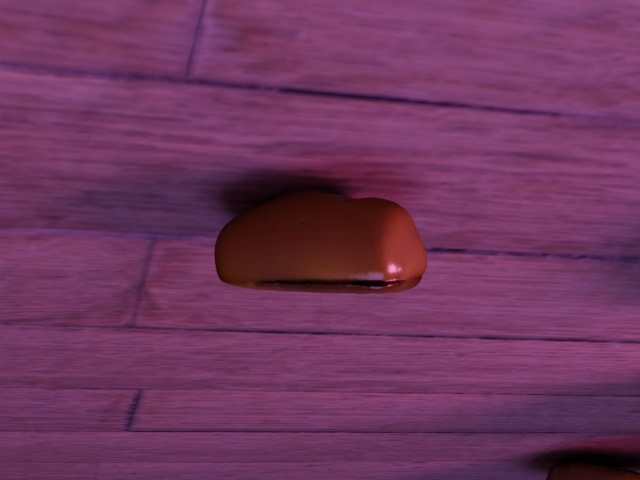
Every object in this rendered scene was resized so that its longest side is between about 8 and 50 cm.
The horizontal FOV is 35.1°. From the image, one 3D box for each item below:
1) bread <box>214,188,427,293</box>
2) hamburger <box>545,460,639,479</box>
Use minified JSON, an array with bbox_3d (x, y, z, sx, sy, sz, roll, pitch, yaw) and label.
[{"bbox_3d":[0.000,0.000,0.552,0.115,0.056,0.082,1,178,22],"label":"bread"},{"bbox_3d":[0.424,0.393,1.324,0.300,0.176,0.300,11,171,2],"label":"hamburger"}]
